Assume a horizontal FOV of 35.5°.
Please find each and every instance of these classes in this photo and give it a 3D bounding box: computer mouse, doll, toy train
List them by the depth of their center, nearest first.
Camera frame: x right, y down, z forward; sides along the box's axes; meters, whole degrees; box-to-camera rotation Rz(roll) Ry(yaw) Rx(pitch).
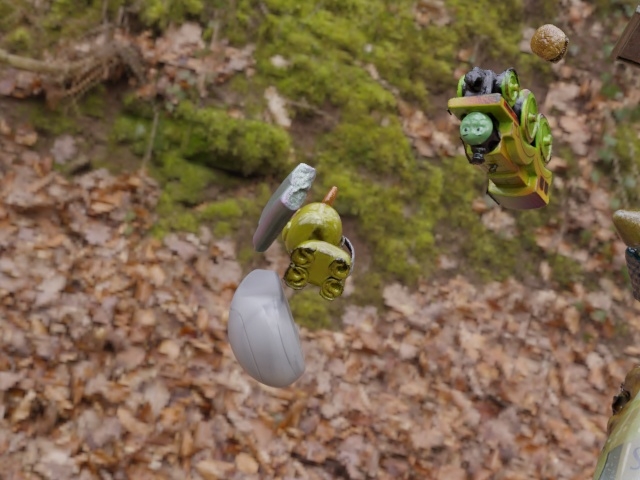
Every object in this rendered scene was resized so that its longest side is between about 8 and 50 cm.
[{"bbox_3d":[0.291,-0.161,1.587,0.100,0.161,0.296,0,-19,31],"label":"toy train"},{"bbox_3d":[0.000,0.000,1.733,0.135,0.143,0.221,15,29,-3],"label":"doll"},{"bbox_3d":[-0.100,0.161,1.766,0.121,0.184,0.297,-21,16,-2],"label":"computer mouse"}]

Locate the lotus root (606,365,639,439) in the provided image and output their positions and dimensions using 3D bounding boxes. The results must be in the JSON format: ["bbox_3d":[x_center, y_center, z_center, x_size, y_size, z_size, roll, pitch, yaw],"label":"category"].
[{"bbox_3d":[0.622,0.336,1.814,0.272,0.272,0.192,5,-2,-36],"label":"lotus root"}]

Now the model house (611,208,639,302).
[{"bbox_3d":[0.527,0.038,1.386,0.291,0.253,0.184,24,14,-16],"label":"model house"}]

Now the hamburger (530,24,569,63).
[{"bbox_3d":[0.501,-0.430,2.181,0.044,0.076,0.083,18,14,-49],"label":"hamburger"}]

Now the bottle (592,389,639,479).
[{"bbox_3d":[0.294,0.190,0.895,0.083,0.083,0.270,16,50,16],"label":"bottle"}]

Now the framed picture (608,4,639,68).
[{"bbox_3d":[0.598,-0.322,1.694,0.184,0.016,0.250,21,-4,7],"label":"framed picture"}]

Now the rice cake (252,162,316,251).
[{"bbox_3d":[-0.062,-0.048,1.568,0.042,0.080,0.222,28,-23,-7],"label":"rice cake"}]
